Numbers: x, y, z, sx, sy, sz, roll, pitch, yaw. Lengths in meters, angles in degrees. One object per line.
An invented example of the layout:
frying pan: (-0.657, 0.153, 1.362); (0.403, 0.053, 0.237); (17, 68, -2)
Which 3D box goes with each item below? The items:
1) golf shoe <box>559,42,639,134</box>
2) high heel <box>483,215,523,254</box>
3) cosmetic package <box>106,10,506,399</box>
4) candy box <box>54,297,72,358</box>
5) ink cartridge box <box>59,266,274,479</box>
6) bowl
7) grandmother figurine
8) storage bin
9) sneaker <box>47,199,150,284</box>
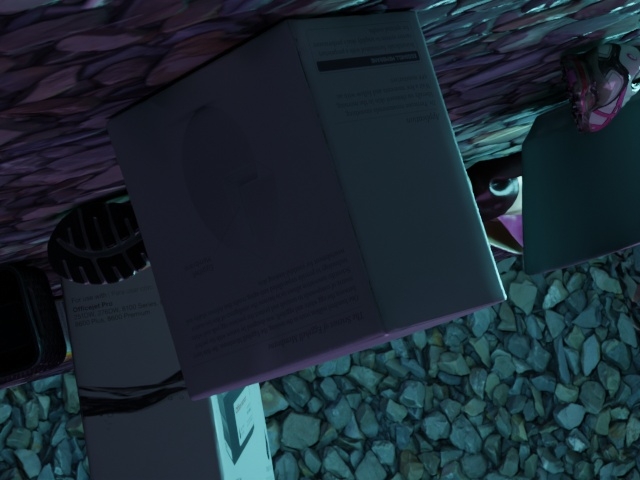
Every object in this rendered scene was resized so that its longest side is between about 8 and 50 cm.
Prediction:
golf shoe: (0.280, -0.149, 1.652); (0.086, 0.067, 0.186); (-18, 174, 6)
high heel: (0.209, -0.024, 2.397); (0.082, 0.117, 0.244); (-20, 173, 36)
cosmetic package: (-0.014, -0.023, 1.241); (0.138, 0.225, 0.224); (-11, 173, -44)
candy box: (-0.500, 0.163, 2.326); (0.316, 0.087, 0.183); (-13, 173, -36)
ink cartridge box: (-0.173, 0.204, 2.036); (0.166, 0.395, 0.285); (-10, 176, 9)
bowl: (0.344, -0.089, 1.839); (0.311, 0.163, 0.311); (-19, -179, 0)
grandmother figurine: (0.222, -0.064, 2.208); (0.342, 0.104, 0.208); (-5, 140, -52)
storage bin: (-0.393, 0.107, 1.919); (0.180, 0.122, 0.084); (-17, 174, 11)
sneaker: (-0.167, -0.009, 1.669); (0.208, 0.081, 0.094); (-18, 176, 9)
